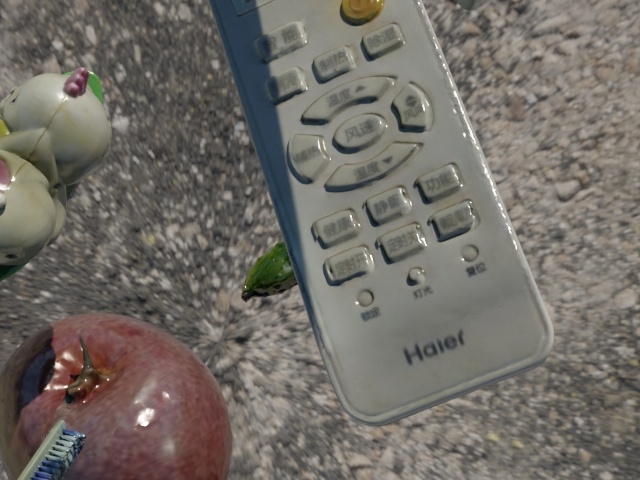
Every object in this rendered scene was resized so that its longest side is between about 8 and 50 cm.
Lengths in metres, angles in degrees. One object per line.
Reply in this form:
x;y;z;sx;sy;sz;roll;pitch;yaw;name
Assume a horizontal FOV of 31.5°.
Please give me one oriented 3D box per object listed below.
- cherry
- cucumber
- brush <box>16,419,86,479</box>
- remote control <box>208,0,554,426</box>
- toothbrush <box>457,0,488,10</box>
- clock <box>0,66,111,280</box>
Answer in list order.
-0.207;0.212;1.161;0.261;0.308;0.221;30;44;34;cherry
0.000;0.000;1.306;0.227;0.069;0.069;-34;89;-12;cucumber
-0.237;0.215;0.892;0.030;0.033;0.178;21;41;7;brush
0.021;-0.063;0.603;0.109;0.055;0.313;-23;69;11;remote control
0.053;-0.108;0.244;0.030;0.304;0.030;0;84;-2;toothbrush
-0.244;-0.054;0.934;0.103;0.144;0.231;29;67;-9;clock
